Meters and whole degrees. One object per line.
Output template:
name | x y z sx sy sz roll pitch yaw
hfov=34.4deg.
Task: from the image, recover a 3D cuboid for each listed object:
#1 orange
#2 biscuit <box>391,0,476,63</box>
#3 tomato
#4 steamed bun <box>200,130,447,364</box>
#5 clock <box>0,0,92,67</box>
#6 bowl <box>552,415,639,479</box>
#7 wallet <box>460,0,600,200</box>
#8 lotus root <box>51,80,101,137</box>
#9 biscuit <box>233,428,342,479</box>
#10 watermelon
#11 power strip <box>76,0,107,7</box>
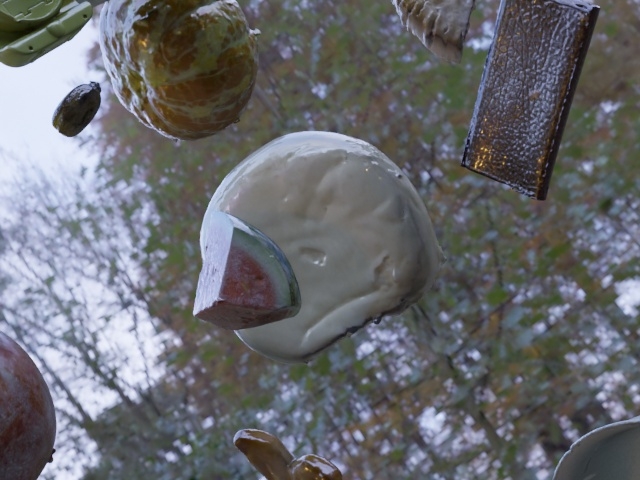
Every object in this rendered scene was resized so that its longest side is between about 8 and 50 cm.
orange | -0.258 -0.345 1.918 0.249 0.329 0.329 -36 -23 -24
biscuit | 0.191 -0.442 1.695 0.179 0.281 0.084 12 -14 -16
tomato | -0.504 0.248 1.335 0.317 0.316 0.282 -30 -51 -11
steamed bun | 0.000 0.000 1.512 0.334 0.312 0.233 -22 -2 13
clock | -0.471 -0.388 1.563 0.170 0.232 0.069 -44 13 -36
bowl | 0.576 0.387 1.510 0.196 0.435 0.435 -40 -16 -45
wallet | 0.255 -0.184 1.271 0.039 0.133 0.243 -12 -59 -47
lotus root | -0.365 -0.201 1.566 0.099 0.054 0.049 -53 14 -7
biscuit | -0.040 0.350 1.491 0.208 0.164 0.047 87 -152 -52
watermelon | -0.057 0.021 0.701 0.072 0.092 0.084 -30 -15 -26
power strip | -0.368 -0.441 1.703 0.367 0.106 0.043 -23 -29 -3
